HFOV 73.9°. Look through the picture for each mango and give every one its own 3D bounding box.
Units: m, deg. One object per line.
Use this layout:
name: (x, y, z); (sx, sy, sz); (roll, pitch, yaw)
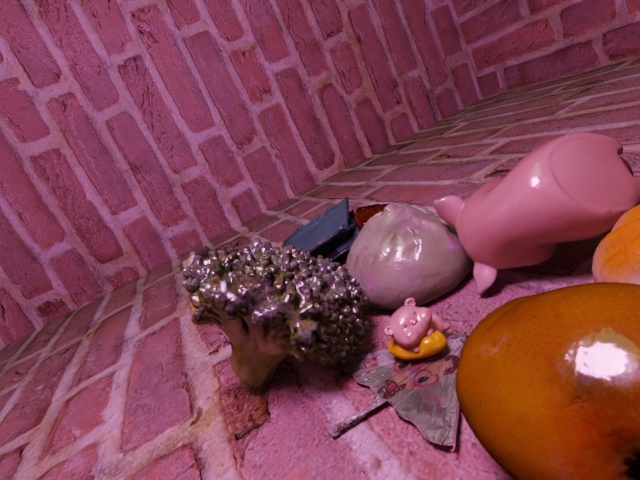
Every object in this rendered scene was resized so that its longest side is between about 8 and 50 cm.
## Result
mango: (0.238, 0.131, 0.413); (0.211, 0.173, 0.317); (-39, -2, -1)

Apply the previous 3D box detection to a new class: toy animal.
toy animal: (0.363, -0.058, 0.732); (0.213, 0.195, 0.256); (-14, -22, -28)
toy animal: (0.157, 0.134, 0.679); (0.114, 0.082, 0.091); (-32, 17, -32)

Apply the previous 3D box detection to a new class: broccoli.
broccoli: (-0.086, 0.107, 0.776); (0.272, 0.324, 0.334); (-39, 7, 8)

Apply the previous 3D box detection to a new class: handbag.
handbag: (0.003, 0.004, 1.302); (0.268, 0.100, 0.274); (-34, 16, 10)

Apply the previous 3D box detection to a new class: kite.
kite: (0.124, 0.212, 0.643); (0.267, 0.013, 0.323); (-29, 14, -20)

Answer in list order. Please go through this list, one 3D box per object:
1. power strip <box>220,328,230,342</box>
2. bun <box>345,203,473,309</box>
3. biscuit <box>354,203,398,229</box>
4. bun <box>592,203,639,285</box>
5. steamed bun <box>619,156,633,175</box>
power strip: (-0.110, 0.158, 1.089); (0.338, 0.058, 0.098); (-26, 15, -5)
bun: (0.171, 0.015, 0.902); (0.283, 0.179, 0.283); (-22, 19, 8)
biscuit: (0.189, -0.056, 1.198); (0.192, 0.049, 0.192); (10, 28, -5)
bun: (0.482, 0.003, 0.499); (0.299, 0.165, 0.299); (-24, 14, 6)
steamed bun: (0.517, -0.078, 0.832); (0.175, 0.106, 0.145); (-30, 15, 40)
